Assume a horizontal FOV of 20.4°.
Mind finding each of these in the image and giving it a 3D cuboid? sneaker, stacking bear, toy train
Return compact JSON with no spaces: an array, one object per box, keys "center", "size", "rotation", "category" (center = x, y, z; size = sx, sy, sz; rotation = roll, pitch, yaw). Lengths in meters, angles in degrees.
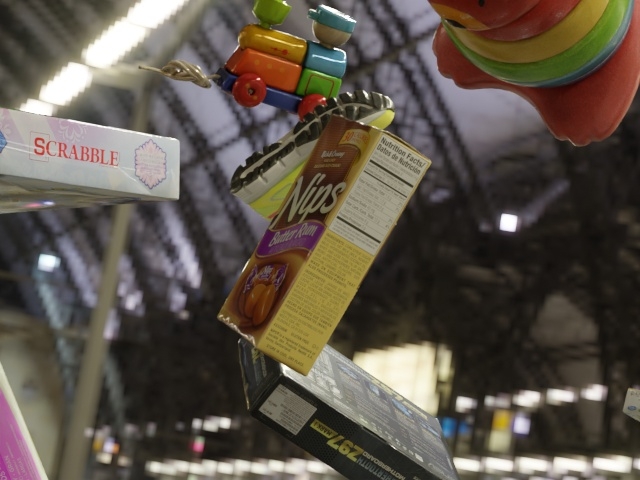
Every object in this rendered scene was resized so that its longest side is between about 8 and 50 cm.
[{"center":[0.004,-0.091,2.024],"size":[0.208,0.081,0.094],"rotation":[-32,-64,14],"category":"sneaker"},{"center":[0.150,-0.197,1.344],"size":[0.175,0.164,0.289],"rotation":[30,2,20],"category":"stacking bear"},{"center":[-0.083,-0.240,2.178],"size":[0.248,0.143,0.105],"rotation":[16,10,-19],"category":"toy train"}]

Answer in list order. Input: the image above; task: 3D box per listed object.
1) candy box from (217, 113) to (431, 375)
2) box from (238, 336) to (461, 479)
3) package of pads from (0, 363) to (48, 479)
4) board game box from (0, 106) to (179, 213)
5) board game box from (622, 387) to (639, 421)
[{"center":[0.000,0.000,1.349],"size":[0.053,0.187,0.109],"rotation":[32,-2,-22],"category":"candy box"},{"center":[0.028,0.176,1.783],"size":[0.232,0.059,0.183],"rotation":[35,13,-16],"category":"box"},{"center":[-0.461,0.258,2.123],"size":[0.229,0.297,0.101],"rotation":[-23,3,-10],"category":"package of pads"},{"center":[-0.358,-0.076,1.729],"size":[0.318,0.066,0.318],"rotation":[-3,-7,38],"category":"board game box"},{"center":[0.382,0.185,1.818],"size":[0.103,0.026,0.154],"rotation":[10,-9,29],"category":"board game box"}]
